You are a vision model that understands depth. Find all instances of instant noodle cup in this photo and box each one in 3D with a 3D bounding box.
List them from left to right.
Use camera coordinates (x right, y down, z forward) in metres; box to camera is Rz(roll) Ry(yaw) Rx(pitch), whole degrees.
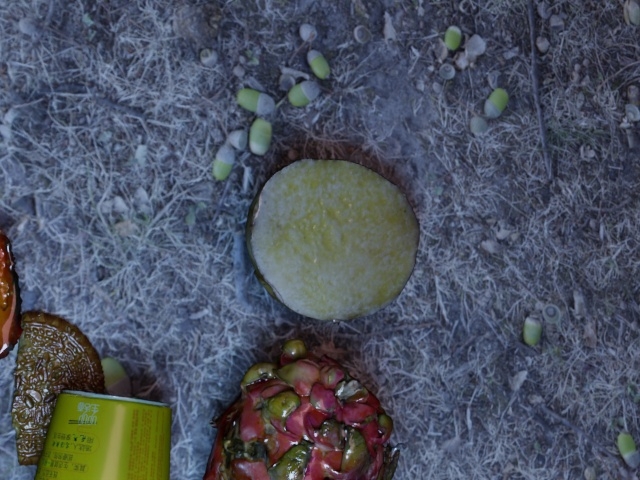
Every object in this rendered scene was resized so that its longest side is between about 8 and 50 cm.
[{"bbox_3d":[-0.283,0.317,1.355,0.215,0.215,0.236,11,78,-21],"label":"instant noodle cup"}]

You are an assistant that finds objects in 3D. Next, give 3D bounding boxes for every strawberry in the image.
[{"bbox_3d":[-0.457,0.087,1.375,0.140,0.085,0.192,-15,89,-22],"label":"strawberry"}]

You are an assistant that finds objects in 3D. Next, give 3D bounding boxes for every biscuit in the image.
[{"bbox_3d":[-0.356,0.200,1.435,0.126,0.025,0.206,2,84,-23],"label":"biscuit"}]

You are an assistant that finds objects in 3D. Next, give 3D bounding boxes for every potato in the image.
[{"bbox_3d":[0.000,0.000,1.562,0.299,0.116,0.239,11,85,-32],"label":"potato"}]

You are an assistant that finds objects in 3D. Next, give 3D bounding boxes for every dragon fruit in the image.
[{"bbox_3d":[-0.035,0.280,1.430,0.250,0.269,0.291,-17,115,-56],"label":"dragon fruit"}]
